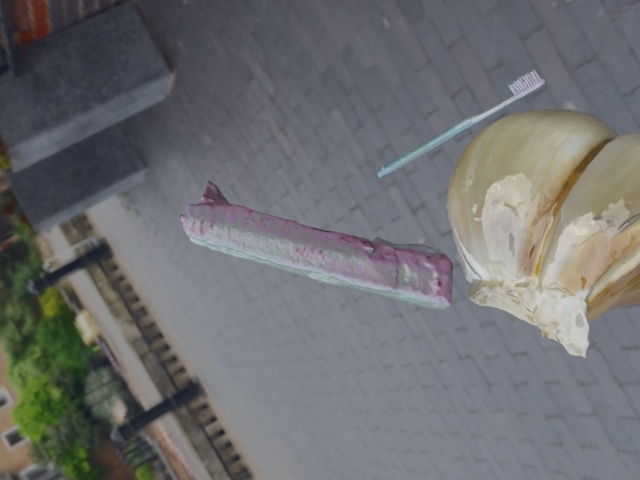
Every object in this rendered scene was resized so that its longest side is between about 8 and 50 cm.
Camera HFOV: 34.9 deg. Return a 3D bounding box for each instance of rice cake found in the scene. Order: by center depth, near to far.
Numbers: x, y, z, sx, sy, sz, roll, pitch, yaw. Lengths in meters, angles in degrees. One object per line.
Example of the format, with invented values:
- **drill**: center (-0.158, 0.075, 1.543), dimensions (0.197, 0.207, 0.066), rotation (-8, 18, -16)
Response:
- **rice cake**: center (0.001, 0.003, 1.055), dimensions (0.290, 0.081, 0.051), rotation (16, 150, -1)

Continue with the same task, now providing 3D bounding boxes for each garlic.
- **garlic**: center (0.300, -0.027, 1.091), dimensions (0.286, 0.313, 0.250), rotation (8, 122, 55)

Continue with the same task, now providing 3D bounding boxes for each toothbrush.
- **toothbrush**: center (0.107, -0.091, 0.812), dimensions (0.167, 0.011, 0.014), rotation (-30, 106, 36)
